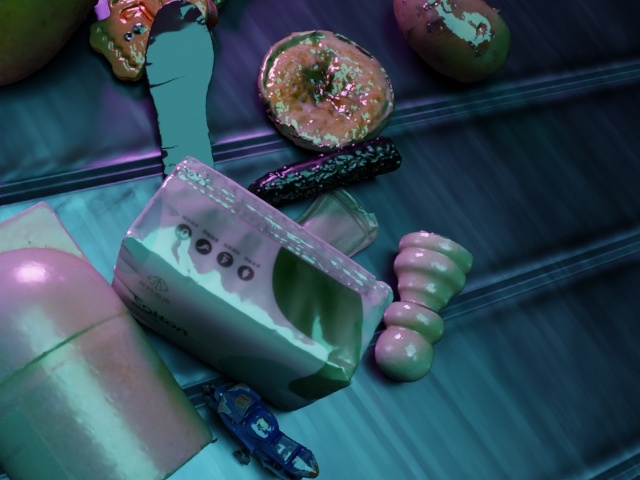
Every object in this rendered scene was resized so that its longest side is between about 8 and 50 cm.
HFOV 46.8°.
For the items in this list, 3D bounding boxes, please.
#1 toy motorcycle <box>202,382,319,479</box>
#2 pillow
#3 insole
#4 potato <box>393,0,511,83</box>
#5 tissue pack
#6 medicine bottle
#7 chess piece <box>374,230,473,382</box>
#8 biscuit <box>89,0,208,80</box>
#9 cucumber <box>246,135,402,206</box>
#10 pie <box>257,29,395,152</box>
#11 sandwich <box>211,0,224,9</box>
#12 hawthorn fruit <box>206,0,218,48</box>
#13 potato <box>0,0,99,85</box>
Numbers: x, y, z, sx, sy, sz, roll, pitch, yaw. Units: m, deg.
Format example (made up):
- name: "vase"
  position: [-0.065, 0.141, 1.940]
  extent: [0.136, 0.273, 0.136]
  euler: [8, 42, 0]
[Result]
- name: "toy motorcycle"
  position: [-0.092, 0.277, 1.082]
  extent: [0.205, 0.114, 0.076]
  euler: [45, 60, 1]
- name: "pillow"
  position: [0.000, 0.000, 1.270]
  extent: [0.130, 0.038, 0.232]
  euler: [45, 60, 3]
- name: "insole"
  position: [-0.231, -0.239, 1.247]
  extent: [0.119, 0.009, 0.349]
  euler: [-6, 85, -9]
- name: "potato"
  position: [0.258, -0.421, 1.482]
  extent: [0.262, 0.165, 0.165]
  euler: [31, 61, 0]
- name: "tissue pack"
  position: [-0.108, 0.080, 1.069]
  extent: [0.356, 0.266, 0.194]
  euler: [33, 61, -6]
- name: "medicine bottle"
  position: [-0.346, 0.162, 0.959]
  extent: [0.235, 0.236, 0.406]
  euler: [-33, 84, -29]
- name: "chess piece"
  position: [0.164, 0.121, 1.250]
  extent: [0.133, 0.133, 0.243]
  euler: [25, 69, -10]
- name: "biscuit"
  position: [-0.286, -0.378, 1.274]
  extent: [0.225, 0.036, 0.166]
  euler: [-39, 86, -10]
- name: "cucumber"
  position: [0.000, -0.114, 1.288]
  extent: [0.300, 0.072, 0.072]
  euler: [-20, 78, -20]
- name: "pie"
  position: [0.014, -0.278, 1.379]
  extent: [0.274, 0.055, 0.274]
  euler: [8, 66, -18]
- name: "sandwich"
  position: [-0.184, -0.576, 1.417]
  extent: [0.212, 0.063, 0.245]
  euler: [-31, 84, -30]
- name: "hawthorn fruit"
  position: [-0.210, -0.395, 1.334]
  extent: [0.066, 0.067, 0.103]
  euler: [-29, 83, -28]
- name: "potato"
  position: [-0.454, -0.344, 1.178]
  extent: [0.112, 0.269, 0.255]
  euler: [33, 89, -7]
